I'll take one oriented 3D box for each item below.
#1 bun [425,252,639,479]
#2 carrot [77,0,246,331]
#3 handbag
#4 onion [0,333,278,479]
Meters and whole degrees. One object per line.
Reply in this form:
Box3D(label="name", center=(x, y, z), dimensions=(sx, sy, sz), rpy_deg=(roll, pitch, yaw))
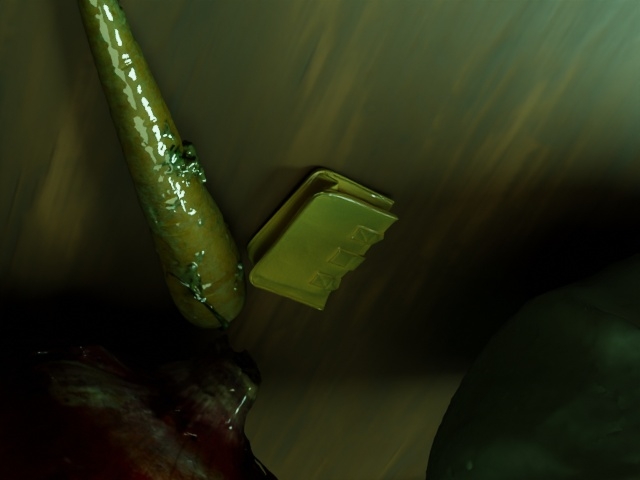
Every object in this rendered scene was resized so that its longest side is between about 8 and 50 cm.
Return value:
Box3D(label="bun", center=(0.235, 0.152, 0.641), dimensions=(0.362, 0.362, 0.211), rpy_deg=(-4, 138, -7))
Box3D(label="carrot", center=(-0.085, -0.042, 0.593), dimensions=(0.049, 0.049, 0.254), rpy_deg=(-14, 132, 3))
Box3D(label="handbag", center=(0.000, 0.000, 0.659), dimensions=(0.061, 0.027, 0.083), rpy_deg=(23, 126, -29))
Box3D(label="onion", center=(-0.115, 0.148, 0.655), dimensions=(0.252, 0.252, 0.219), rpy_deg=(30, 99, -34))
